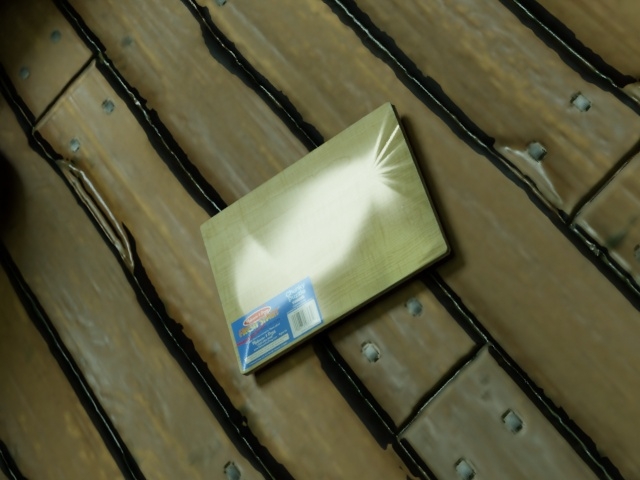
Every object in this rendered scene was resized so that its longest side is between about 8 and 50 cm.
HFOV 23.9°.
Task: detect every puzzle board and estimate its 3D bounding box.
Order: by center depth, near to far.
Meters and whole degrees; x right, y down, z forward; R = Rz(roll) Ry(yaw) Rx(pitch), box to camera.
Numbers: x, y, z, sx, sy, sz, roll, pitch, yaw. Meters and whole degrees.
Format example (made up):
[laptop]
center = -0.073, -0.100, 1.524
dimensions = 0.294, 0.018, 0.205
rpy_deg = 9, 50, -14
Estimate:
[puzzle board]
center = 0.000, 0.000, 0.771
dimensions = 0.128, 0.011, 0.096
rpy_deg = -33, 55, 21
